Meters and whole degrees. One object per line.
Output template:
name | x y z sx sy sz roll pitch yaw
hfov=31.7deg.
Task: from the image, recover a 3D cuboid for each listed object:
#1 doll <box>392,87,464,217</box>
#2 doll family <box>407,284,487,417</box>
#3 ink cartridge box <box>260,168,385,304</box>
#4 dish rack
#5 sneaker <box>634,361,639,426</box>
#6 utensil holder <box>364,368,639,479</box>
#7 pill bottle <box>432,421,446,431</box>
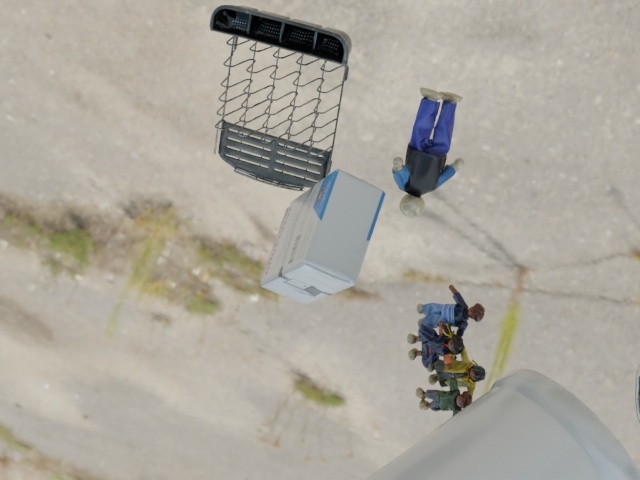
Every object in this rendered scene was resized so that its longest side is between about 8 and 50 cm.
doll | 0.156 -0.121 1.622 0.129 0.189 0.046 4 -162 -36
doll family | 0.191 0.164 1.634 0.111 0.076 0.193 -8 97 48
ink cartridge box | 0.000 0.000 1.530 0.082 0.139 0.191 23 162 -13
dish rack | -0.065 -0.202 1.653 0.208 0.074 0.271 18 118 15
sneaker | 0.592 0.187 1.826 0.126 0.321 0.127 10 176 3
utensil holder | 0.188 0.395 1.411 0.327 0.385 0.327 53 164 22
pill bottle | 0.300 0.391 1.797 0.264 0.153 0.153 64 156 13
